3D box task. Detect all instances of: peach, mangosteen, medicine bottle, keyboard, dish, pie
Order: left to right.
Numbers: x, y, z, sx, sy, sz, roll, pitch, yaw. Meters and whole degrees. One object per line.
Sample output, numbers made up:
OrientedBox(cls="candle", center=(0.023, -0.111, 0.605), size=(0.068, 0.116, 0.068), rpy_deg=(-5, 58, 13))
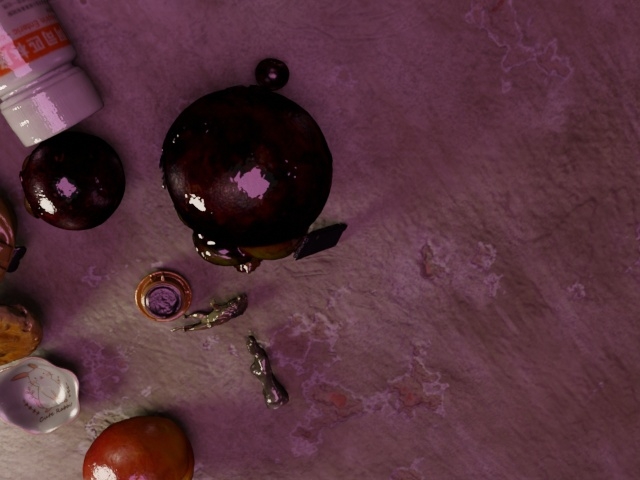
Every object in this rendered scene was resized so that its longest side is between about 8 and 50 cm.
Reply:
OrientedBox(cls="pie", center=(-0.827, 0.228, 1.512), size=(0.339, 0.083, 0.339), rpy_deg=(-13, 151, -7))
OrientedBox(cls="medicine bottle", center=(-0.630, -0.399, 1.325), size=(0.211, 0.211, 0.371), rpy_deg=(-27, 111, 2))
OrientedBox(cls="dish", center=(-0.727, 0.390, 1.673), size=(0.229, 0.081, 0.229), rpy_deg=(-2, 108, -5))
OrientedBox(cls="mangosteen", center=(-0.572, -0.134, 1.443), size=(0.265, 0.228, 0.228), rpy_deg=(3, 113, 25))
OrientedBox(cls="peach", center=(-0.480, 0.591, 1.704), size=(0.281, 0.281, 0.238), rpy_deg=(-12, 155, -4))
OrientedBox(cls="mangosteen", center=(-0.164, -0.142, 1.431), size=(0.381, 0.381, 0.421), rpy_deg=(2, 148, -10))
OrientedBox(cls="mangosteen", center=(-0.112, -0.380, 1.484), size=(0.081, 0.081, 0.081), rpy_deg=(-3, 110, -8))
OrientedBox(cls="keyboard", center=(-0.001, 0.000, 1.581), size=(0.023, 0.231, 0.072), rpy_deg=(35, 112, 17))

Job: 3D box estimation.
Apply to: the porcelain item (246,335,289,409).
OrientedBox(cls="porcelain item", center=(-0.153, 0.354, 1.745), size=(0.069, 0.081, 0.216), rpy_deg=(-20, 112, -2))

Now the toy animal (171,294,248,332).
OrientedBox(cls="toy animal", center=(-0.290, 0.200, 1.672), size=(0.220, 0.086, 0.069), rpy_deg=(-18, 73, 4))

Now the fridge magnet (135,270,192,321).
OrientedBox(cls="fridge magnet", center=(-0.400, 0.145, 1.640), size=(0.143, 0.063, 0.143), rpy_deg=(-3, 108, -10))

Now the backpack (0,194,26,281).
OrientedBox(cls="backpack", center=(-0.873, -0.013, 1.435), size=(0.378, 0.201, 0.353), rpy_deg=(28, 102, -15))
